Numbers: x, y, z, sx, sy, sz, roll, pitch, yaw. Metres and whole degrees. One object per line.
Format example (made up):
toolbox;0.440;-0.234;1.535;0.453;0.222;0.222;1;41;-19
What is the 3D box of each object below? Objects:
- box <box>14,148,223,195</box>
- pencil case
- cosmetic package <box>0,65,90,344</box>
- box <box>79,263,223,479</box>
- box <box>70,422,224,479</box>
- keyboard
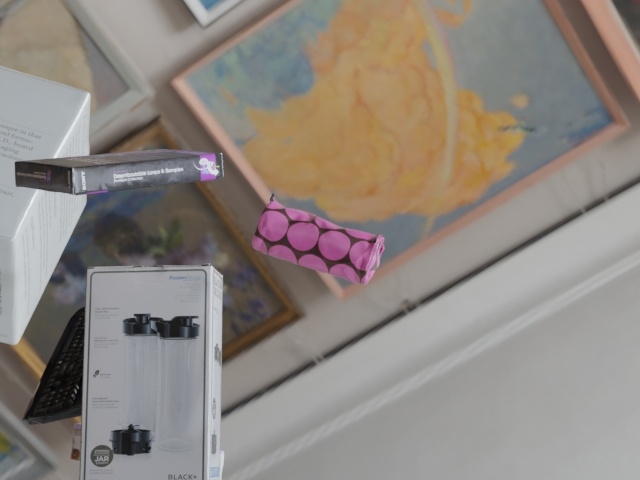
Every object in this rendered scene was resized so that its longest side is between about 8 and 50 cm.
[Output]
box;-0.191;-0.067;1.092;0.162;0.029;0.116;-11;-167;-40
pencil case;0.000;0.000;1.841;0.209;0.095;0.098;20;-160;15
cosmetic package;-0.648;-0.082;2.147;0.329;0.327;0.393;105;0;-48
box;-0.212;0.179;1.470;0.169;0.289;0.087;-3;169;6
box;-0.278;0.337;1.802;0.324;0.067;0.063;1;-97;47
keyboard;-0.328;0.166;1.761;0.202;0.033;0.317;-13;-153;9
